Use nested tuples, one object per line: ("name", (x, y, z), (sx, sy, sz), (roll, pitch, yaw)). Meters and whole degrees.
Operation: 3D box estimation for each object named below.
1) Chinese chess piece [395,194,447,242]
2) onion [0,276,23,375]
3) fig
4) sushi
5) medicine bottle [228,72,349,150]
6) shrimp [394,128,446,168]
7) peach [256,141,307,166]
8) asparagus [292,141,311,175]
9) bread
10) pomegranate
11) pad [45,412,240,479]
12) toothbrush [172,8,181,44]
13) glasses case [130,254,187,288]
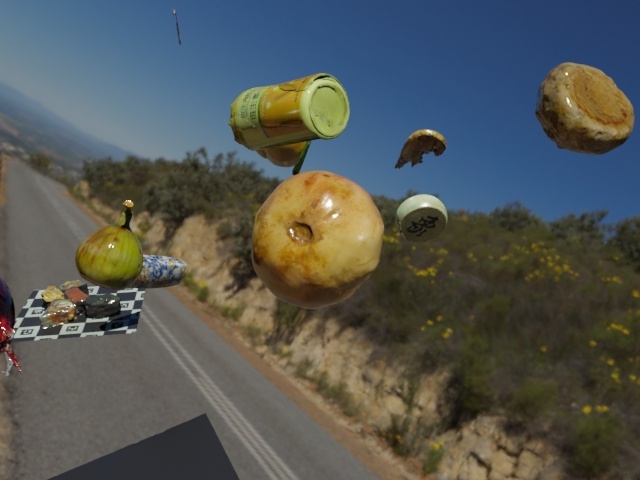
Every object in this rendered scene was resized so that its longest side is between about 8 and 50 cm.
("Chinese chess piece", (0.277, -0.059, 2.040), (0.144, 0.144, 0.058), (30, 31, -32))
("onion", (-0.788, 0.194, 1.699), (0.285, 0.273, 0.273), (16, -3, 8))
("fig", (-0.471, 0.016, 1.668), (0.142, 0.186, 0.148), (4, -18, 16))
("sushi", (-0.706, 0.177, 2.175), (0.359, 0.064, 0.343), (-3, 22, -6))
("medicine bottle", (-0.068, -0.236, 1.385), (0.239, 0.124, 0.124), (-1, -23, 43))
("shrimp", (0.302, -0.258, 2.306), (0.117, 0.066, 0.262), (29, -25, 0))
("peach", (-0.139, -0.323, 2.206), (0.251, 0.153, 0.251), (48, -5, 5))
("asparagus", (-0.022, -0.274, 1.932), (0.023, 0.233, 0.022), (19, 19, -18))
("bread", (0.571, -0.279, 1.624), (0.230, 0.230, 0.123), (29, -40, -6))
("pomegranate", (0.000, 0.000, 1.812), (0.338, 0.338, 0.338), (29, -1, 1))
("pad", (-0.346, 0.452, 1.348), (0.247, 0.367, 0.007), (39, -35, 57))
("toothbrush", (-0.397, -0.591, 2.054), (0.008, 0.097, 0.006), (-19, 29, -26))
("glasses case", (-0.476, 0.085, 2.020), (0.248, 0.087, 0.065), (6, 25, -48))
